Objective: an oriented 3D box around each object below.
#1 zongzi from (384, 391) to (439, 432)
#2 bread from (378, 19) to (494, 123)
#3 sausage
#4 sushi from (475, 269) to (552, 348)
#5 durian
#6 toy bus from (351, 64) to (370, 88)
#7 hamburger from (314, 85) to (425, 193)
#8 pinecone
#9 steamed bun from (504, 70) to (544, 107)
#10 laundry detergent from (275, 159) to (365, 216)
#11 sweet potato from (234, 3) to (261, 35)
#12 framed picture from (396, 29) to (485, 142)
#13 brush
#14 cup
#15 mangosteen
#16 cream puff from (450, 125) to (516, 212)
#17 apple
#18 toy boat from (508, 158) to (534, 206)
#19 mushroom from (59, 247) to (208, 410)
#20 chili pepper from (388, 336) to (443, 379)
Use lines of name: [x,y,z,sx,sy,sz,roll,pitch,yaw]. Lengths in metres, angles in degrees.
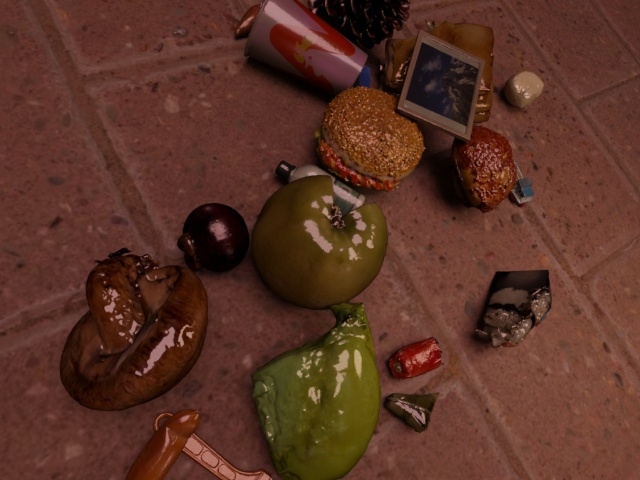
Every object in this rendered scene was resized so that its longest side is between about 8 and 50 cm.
zongzi: [0.209,0.357,0.975,0.104,0.052,0.113,38,50,5]
bread: [0.367,-0.524,1.281,0.370,0.191,0.313,13,68,-12]
sausage: [-0.288,0.382,0.784,0.062,0.054,0.183,43,71,-29]
sushi: [0.498,0.199,1.096,0.273,0.134,0.109,-52,123,-36]
durian: [0.001,0.306,0.851,0.256,0.204,0.339,-11,83,-8]
toy bus: [0.113,-0.429,1.229,0.051,0.061,0.152,12,63,-20]
hamburger: [0.127,-0.256,1.102,0.276,0.179,0.294,25,65,-7]
pinecone: [0.115,-0.653,1.196,0.246,0.292,0.246,-15,111,-44]
steamed bun: [0.660,-0.494,1.421,0.112,0.091,0.130,44,66,6]
laundry detergent: [-0.008,-0.123,1.057,0.226,0.099,0.070,30,28,-6]
sweet potato: [-0.171,-0.631,1.215,0.055,0.058,0.202,37,62,22]
framed picture: [0.315,-0.402,1.115,0.209,0.019,0.281,20,67,-9]
brush: [-0.193,0.433,0.826,0.314,0.017,0.090,39,63,0]
cup: [-0.030,-0.507,1.141,0.289,0.203,0.202,28,64,-11]
mangosteen: [-0.227,-0.002,0.903,0.153,0.152,0.152,6,68,-16]
cream puff: [0.440,-0.195,1.163,0.164,0.240,0.239,2,62,29]
apple: [0.000,0.000,0.923,0.292,0.254,0.291,5,68,-14]
toy boat: [0.583,-0.187,1.296,0.069,0.059,0.172,-14,75,-23]
mushroom: [-0.327,0.154,0.784,0.264,0.195,0.282,-19,70,13]
chili pepper: [0.217,0.273,0.995,0.123,0.073,0.070,-13,33,-25]
